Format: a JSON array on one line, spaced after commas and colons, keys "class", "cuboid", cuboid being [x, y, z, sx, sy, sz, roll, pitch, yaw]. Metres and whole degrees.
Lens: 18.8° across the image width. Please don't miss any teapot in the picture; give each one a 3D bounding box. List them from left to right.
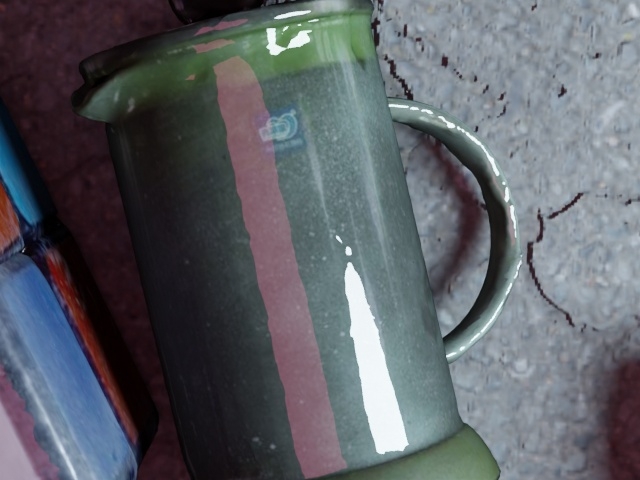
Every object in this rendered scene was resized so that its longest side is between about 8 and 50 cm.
[{"class": "teapot", "cuboid": [0.000, 0.000, 1.189, 0.270, 0.200, 0.337, -14, 92, -23]}]

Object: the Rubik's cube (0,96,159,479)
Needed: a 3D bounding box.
[{"class": "Rubik's cube", "cuboid": [-0.304, 0.067, 1.126, 0.316, 0.318, 0.313, -25, 95, 1]}]
